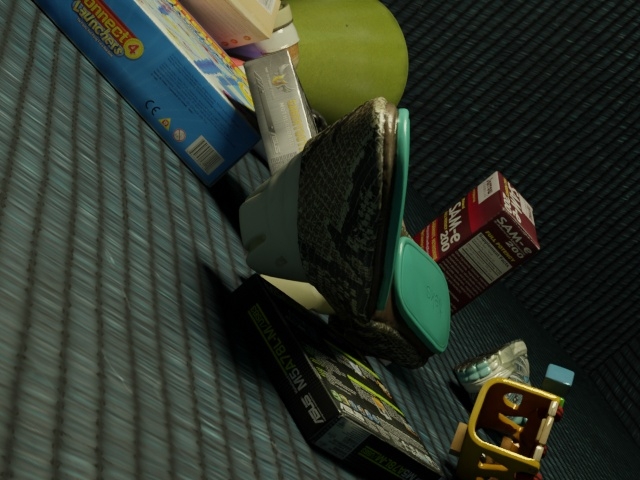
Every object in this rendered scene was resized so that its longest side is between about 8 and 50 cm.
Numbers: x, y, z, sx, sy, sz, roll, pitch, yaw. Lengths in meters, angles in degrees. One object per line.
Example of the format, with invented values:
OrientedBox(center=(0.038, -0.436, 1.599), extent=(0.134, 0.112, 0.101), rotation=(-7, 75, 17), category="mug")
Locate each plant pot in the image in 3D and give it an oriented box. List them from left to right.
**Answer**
OrientedBox(center=(-0.034, -0.306, 2.352), extent=(0.275, 0.275, 0.293), rotation=(51, 25, 15), category="plant pot")

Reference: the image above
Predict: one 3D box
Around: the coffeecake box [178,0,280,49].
OrientedBox(center=(-0.173, -0.321, 1.854), extent=(0.142, 0.185, 0.068), rotation=(40, 54, -42), category="coffeecake box")

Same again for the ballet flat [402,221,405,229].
OrientedBox(center=(0.089, 0.032, 1.969), extent=(0.316, 0.107, 0.106), rotation=(-105, 173, -60), category="ballet flat")

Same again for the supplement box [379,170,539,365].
OrientedBox(center=(0.147, 0.033, 1.653), extent=(0.073, 0.239, 0.130), rotation=(46, 18, -15), category="supplement box")

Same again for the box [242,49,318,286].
OrientedBox(center=(-0.022, -0.076, 1.561), extent=(0.183, 0.056, 0.231), rotation=(66, 9, -72), category="box")

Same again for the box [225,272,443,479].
OrientedBox(center=(0.014, 0.135, 1.257), extent=(0.190, 0.045, 0.184), rotation=(38, 11, -49), category="box")

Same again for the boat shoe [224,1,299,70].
OrientedBox(center=(-0.136, -0.292, 2.024), extent=(0.302, 0.113, 0.103), rotation=(19, -50, 57), category="boat shoe")

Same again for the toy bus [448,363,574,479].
OrientedBox(center=(0.197, 0.234, 1.514), extent=(0.104, 0.202, 0.191), rotation=(19, 12, 10), category="toy bus")

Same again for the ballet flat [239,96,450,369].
OrientedBox(center=(0.018, 0.014, 1.321), extent=(0.483, 0.182, 0.164), rotation=(66, 27, -66), category="ballet flat")

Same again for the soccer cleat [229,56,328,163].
OrientedBox(center=(-0.085, -0.181, 1.974), extent=(0.116, 0.109, 0.318), rotation=(37, 0, 30), category="soccer cleat")

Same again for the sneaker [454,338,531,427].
OrientedBox(center=(0.261, 0.222, 2.015), extent=(0.122, 0.110, 0.283), rotation=(68, 14, 6), category="sneaker")

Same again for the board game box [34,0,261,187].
OrientedBox(center=(-0.196, -0.229, 1.649), extent=(0.308, 0.086, 0.302), rotation=(47, 9, -10), category="board game box")
